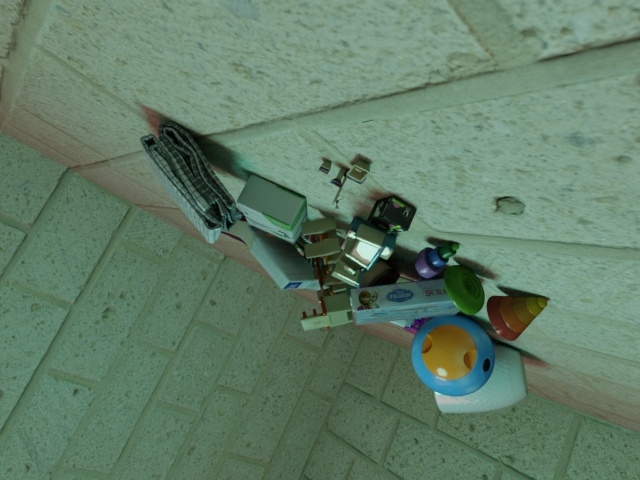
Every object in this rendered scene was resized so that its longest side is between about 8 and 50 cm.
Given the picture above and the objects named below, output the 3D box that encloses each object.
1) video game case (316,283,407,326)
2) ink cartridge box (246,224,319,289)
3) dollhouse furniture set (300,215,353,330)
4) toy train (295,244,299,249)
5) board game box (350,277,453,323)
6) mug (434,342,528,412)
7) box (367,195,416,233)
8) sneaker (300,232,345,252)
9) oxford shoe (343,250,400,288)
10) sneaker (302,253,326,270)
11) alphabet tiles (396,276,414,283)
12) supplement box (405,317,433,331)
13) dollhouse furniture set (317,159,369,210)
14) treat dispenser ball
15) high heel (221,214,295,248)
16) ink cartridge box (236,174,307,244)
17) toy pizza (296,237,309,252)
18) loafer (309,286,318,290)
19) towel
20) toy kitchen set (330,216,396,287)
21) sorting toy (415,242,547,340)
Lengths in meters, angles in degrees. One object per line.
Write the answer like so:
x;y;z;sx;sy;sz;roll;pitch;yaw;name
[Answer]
0.162;0.201;1.778;0.329;0.036;0.300;23;-169;5;video game case
-0.118;0.055;1.473;0.224;0.045;0.223;50;-163;21;ink cartridge box
0.000;0.106;1.321;0.135;0.259;0.262;-11;145;1;dollhouse furniture set
-0.103;0.024;1.873;0.017;0.023;0.083;33;166;-31;toy train
0.250;0.177;1.365;0.319;0.065;0.318;-6;163;3;board game box
0.657;0.533;1.954;0.328;0.276;0.374;-11;-175;25;mug
0.146;-0.052;0.987;0.062;0.052;0.083;28;169;-15;box
0.000;0.000;1.467;0.170;0.063;0.075;23;162;-12;sneaker
0.154;0.099;1.512;0.146;0.140;0.397;47;174;18;oxford shoe
-0.018;0.089;1.852;0.108;0.100;0.271;7;171;-11;sneaker
0.290;0.163;1.709;0.198;0.009;0.237;15;164;40;alphabet tiles
0.427;0.333;1.903;0.220;0.111;0.114;29;167;-21;supplement box
0.036;-0.109;0.895;0.091;0.081;0.114;27;168;-6;dollhouse furniture set
0.470;0.407;1.708;0.288;0.288;0.288;24;168;6;treat dispenser ball
-0.264;-0.046;1.814;0.377;0.127;0.181;21;-164;2;high heel
-0.126;-0.078;1.324;0.160;0.092;0.219;25;168;6;ink cartridge box
-0.068;0.002;1.555;0.201;0.032;0.201;37;-179;-1;toy pizza
-0.119;0.169;2.309;0.320;0.112;0.111;24;159;4;loafer
-0.318;-0.142;1.223;0.283;0.121;0.235;51;165;0;towel
0.126;0.002;1.090;0.122;0.207;0.166;26;132;-3;toy kitchen set
0.394;0.106;1.122;0.366;0.127;0.126;33;137;-20;sorting toy
